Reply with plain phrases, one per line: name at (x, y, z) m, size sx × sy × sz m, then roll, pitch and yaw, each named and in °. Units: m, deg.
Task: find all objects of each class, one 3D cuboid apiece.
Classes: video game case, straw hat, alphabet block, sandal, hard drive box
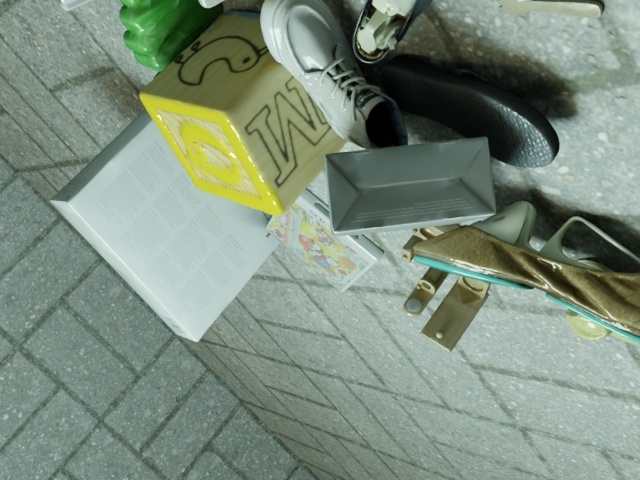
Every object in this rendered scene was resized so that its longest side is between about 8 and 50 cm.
video game case at (0.000, 0.000, 1.501) m, size 0.206 × 0.026 × 0.227 m, roll 39°, pitch 157°, yaw 0°
straw hat at (0.367, 0.099, 1.059) m, size 0.144 × 0.061 × 0.144 m, roll 45°, pitch 159°, yaw 23°
alphabet block at (-0.092, -0.180, 1.102) m, size 0.192 × 0.197 × 0.193 m, roll 17°, pitch 148°, yaw 40°
sandal at (0.175, -0.167, 0.928) m, size 0.254 × 0.054 × 0.097 m, roll 36°, pitch 159°, yaw 36°
hard drive box at (0.098, -0.058, 0.963) m, size 0.181 × 0.089 × 0.232 m, roll -6°, pitch 179°, yaw 0°

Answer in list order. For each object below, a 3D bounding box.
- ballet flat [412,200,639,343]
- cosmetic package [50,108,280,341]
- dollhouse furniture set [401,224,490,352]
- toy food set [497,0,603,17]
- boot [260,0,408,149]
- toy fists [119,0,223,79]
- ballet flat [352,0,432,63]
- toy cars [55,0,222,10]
ballet flat at (0.288, 0.022, 1.009) m, size 0.342 × 0.124 × 0.116 m, roll 20°, pitch -175°, yaw 30°
cosmetic package at (-0.279, -0.036, 1.522) m, size 0.097 × 0.284 × 0.377 m, roll 9°, pitch 142°, yaw 52°
dollhouse furniture set at (0.180, 0.062, 1.227) m, size 0.144 × 0.123 × 0.151 m, roll 31°, pitch 155°, yaw 18°
toy food set at (0.189, -0.276, 0.720) m, size 0.132 × 0.038 × 0.192 m, roll 19°, pitch 149°, yaw 39°
boot at (0.032, -0.200, 0.978) m, size 0.123 × 0.095 × 0.258 m, roll 40°, pitch 176°, yaw 42°
toy fists at (-0.203, -0.274, 1.166) m, size 0.096 × 0.142 × 0.279 m, roll 22°, pitch 151°, yaw 34°
ballet flat at (0.079, -0.261, 0.871) m, size 0.074 × 0.074 × 0.203 m, roll 39°, pitch 156°, yaw 2°
toy cars at (-0.224, -0.335, 0.992) m, size 0.394 × 0.176 × 0.087 m, roll 3°, pitch 135°, yaw 24°
